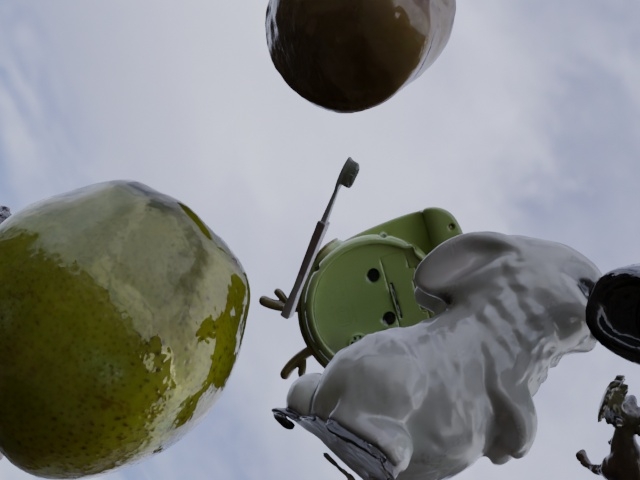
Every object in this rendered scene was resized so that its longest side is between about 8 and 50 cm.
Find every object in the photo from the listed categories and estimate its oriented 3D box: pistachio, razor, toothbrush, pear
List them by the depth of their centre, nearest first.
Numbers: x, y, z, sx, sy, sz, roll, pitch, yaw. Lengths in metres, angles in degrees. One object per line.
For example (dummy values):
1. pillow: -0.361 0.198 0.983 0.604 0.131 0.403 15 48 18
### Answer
1. pear: -0.211 0.085 1.285 0.294 0.294 0.294 44 -29 32
2. razor: 0.417 0.088 1.379 0.204 0.349 0.113 19 -86 35
3. toothbrush: -0.002 -0.001 1.429 0.017 0.014 0.194 32 -66 18
4. pistachio: 0.031 -0.241 1.523 0.163 0.212 0.261 29 -23 -35

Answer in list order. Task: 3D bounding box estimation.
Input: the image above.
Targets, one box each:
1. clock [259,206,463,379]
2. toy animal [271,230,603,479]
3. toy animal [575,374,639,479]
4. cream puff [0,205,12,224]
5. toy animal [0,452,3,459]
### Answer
1. clock: 0.075 0.098 1.917 0.096 0.308 0.235 56 17 -85
2. toy animal: 0.147 0.124 1.467 0.258 0.357 0.194 36 -19 26
3. toy animal: 0.381 0.266 1.650 0.186 0.094 0.214 137 -65 -80
4. cream puff: -0.472 0.062 1.775 0.239 0.239 0.165 39 -7 39
5. toy animal: -0.575 0.271 1.795 0.226 0.188 0.358 44 18 2
